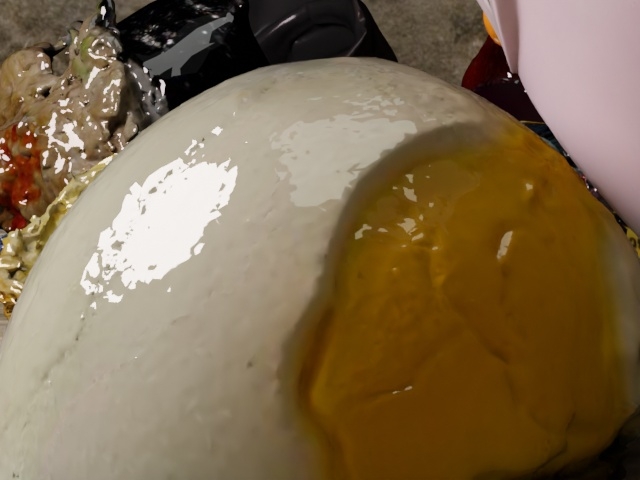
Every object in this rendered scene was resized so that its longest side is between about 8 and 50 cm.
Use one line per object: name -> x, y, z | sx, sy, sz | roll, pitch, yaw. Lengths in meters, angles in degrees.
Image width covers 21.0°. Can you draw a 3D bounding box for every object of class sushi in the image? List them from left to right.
sushi -> -0.155, -0.080, 1.364 | 0.218, 0.225, 0.238 | -10, 9, -27

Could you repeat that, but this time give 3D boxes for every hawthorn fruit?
hawthorn fruit -> 0.255, -0.143, 1.787 | 0.215, 0.215, 0.249 | 0, 2, 13

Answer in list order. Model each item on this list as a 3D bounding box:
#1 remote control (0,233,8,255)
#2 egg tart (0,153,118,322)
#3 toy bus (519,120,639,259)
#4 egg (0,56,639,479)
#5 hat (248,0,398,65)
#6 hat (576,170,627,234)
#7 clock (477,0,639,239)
remote control -> -0.260, 0.007, 1.470 | 0.043, 0.027, 0.152 | 8, 14, 22
egg tart -> -0.103, 0.007, 1.090 | 0.212, 0.090, 0.212 | -20, 35, 14
toy bus -> 0.233, -0.020, 1.182 | 0.121, 0.123, 0.335 | -24, 23, -37
egg -> -0.002, 0.013, 0.827 | 0.337, 0.201, 0.337 | -1, 7, 0
hat -> 0.001, -0.154, 1.765 | 0.238, 0.336, 0.209 | -16, -40, 38
hat -> 0.090, 0.016, 1.072 | 0.129, 0.140, 0.227 | 23, -19, -30
clock -> 0.241, -0.122, 0.860 | 0.250, 0.377, 0.368 | -46, -5, 19
